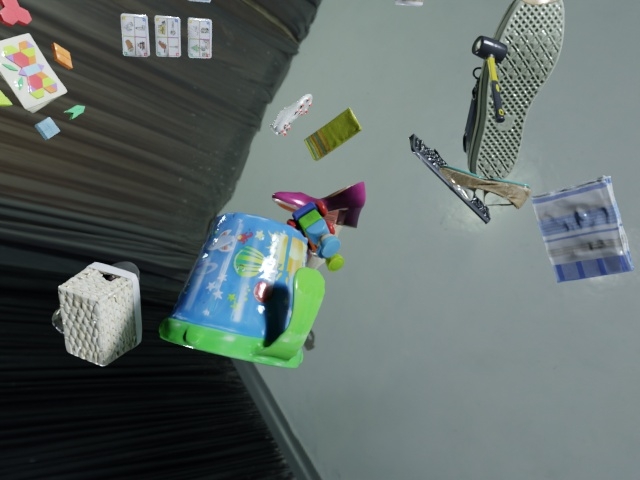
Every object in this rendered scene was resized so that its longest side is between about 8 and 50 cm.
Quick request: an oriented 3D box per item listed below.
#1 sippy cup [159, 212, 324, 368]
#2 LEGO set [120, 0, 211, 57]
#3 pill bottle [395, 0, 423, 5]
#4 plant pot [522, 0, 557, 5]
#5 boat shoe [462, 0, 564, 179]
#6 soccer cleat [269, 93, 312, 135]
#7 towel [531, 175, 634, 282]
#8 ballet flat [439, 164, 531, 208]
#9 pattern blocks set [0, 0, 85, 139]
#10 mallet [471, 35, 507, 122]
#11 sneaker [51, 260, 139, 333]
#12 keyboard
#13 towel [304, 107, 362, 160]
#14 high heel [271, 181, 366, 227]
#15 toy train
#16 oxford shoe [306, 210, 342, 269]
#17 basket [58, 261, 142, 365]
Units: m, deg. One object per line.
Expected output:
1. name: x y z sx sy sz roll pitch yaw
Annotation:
1. sippy cup: -0.124 0.079 0.789 0.305 0.240 0.224 10 78 16
2. LEGO set: -0.310 -0.495 0.921 0.060 0.182 0.244 44 136 46
3. pill bottle: 0.300 -0.860 1.520 0.094 0.094 0.169 35 130 45
4. plant pot: 0.477 -0.561 0.883 0.236 0.236 0.032 -34 62 35
5. boat shoe: 0.492 -0.404 1.251 0.156 0.186 0.500 -95 8 -56
6. soccer cleat: -0.110 -0.474 1.719 0.076 0.068 0.196 40 86 21
7. towel: 0.743 -0.025 1.329 0.209 0.034 0.285 -15 97 37
8. ballet flat: 0.366 -0.116 1.056 0.206 0.073 0.067 16 99 12
9. pattern blocks set: -0.779 -0.451 1.241 0.026 0.325 0.285 -5 47 31
10. mallet: 0.329 -0.297 0.864 0.039 0.062 0.190 134 135 -59
11. sneaker: -0.510 0.103 1.135 0.162 0.106 0.281 -48 9 29
12. keyboard: 0.368 -0.187 1.323 0.033 0.317 0.201 -42 16 25
13. towel: 0.044 -0.410 1.817 0.237 0.021 0.102 -29 91 31
14. high heel: 0.001 -0.167 1.659 0.127 0.377 0.181 8 85 51
15. toy train: 0.014 0.026 1.197 0.105 0.248 0.143 -32 53 -6
16. oxford shoe: 0.000 0.000 1.980 0.140 0.146 0.397 17 53 41
17. basket: -0.432 0.145 0.915 0.113 0.103 0.167 15 115 16
